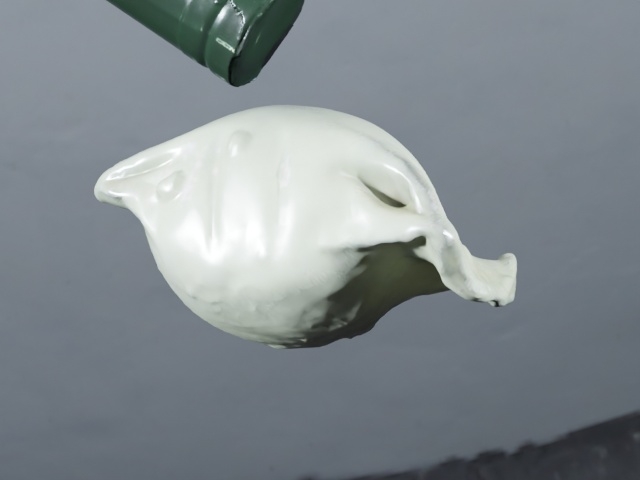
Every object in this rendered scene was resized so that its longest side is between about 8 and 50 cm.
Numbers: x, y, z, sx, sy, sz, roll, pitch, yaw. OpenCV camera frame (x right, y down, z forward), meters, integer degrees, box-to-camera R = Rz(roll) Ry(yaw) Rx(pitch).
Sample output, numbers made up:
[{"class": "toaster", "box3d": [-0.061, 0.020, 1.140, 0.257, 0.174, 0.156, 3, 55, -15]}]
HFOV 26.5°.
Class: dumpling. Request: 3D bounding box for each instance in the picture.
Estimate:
[{"class": "dumpling", "box3d": [-0.002, -0.001, 0.583, 0.169, 0.099, 0.134, -12, 162, 22]}]

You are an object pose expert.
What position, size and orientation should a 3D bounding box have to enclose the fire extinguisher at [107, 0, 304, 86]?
[{"class": "fire extinguisher", "box3d": [-0.161, -0.228, 1.000, 0.311, 0.095, 0.114, 36, 125, 11]}]
